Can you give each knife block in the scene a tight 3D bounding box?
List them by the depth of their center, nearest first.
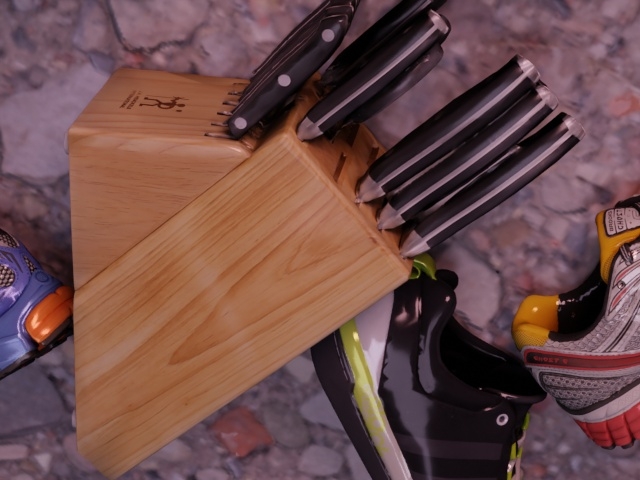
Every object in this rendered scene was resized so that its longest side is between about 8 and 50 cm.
[{"bbox_3d":[0.000,0.000,0.747,0.242,0.088,0.276,8,118,7],"label":"knife block"}]

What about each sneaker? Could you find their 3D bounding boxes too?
[{"bbox_3d":[0.184,0.010,0.718,0.092,0.088,0.225,41,117,-10],"label":"sneaker"},{"bbox_3d":[0.081,0.113,0.793,0.097,0.084,0.235,-23,111,20],"label":"sneaker"},{"bbox_3d":[-0.230,0.061,0.839,0.221,0.083,0.087,-32,90,22],"label":"sneaker"}]
